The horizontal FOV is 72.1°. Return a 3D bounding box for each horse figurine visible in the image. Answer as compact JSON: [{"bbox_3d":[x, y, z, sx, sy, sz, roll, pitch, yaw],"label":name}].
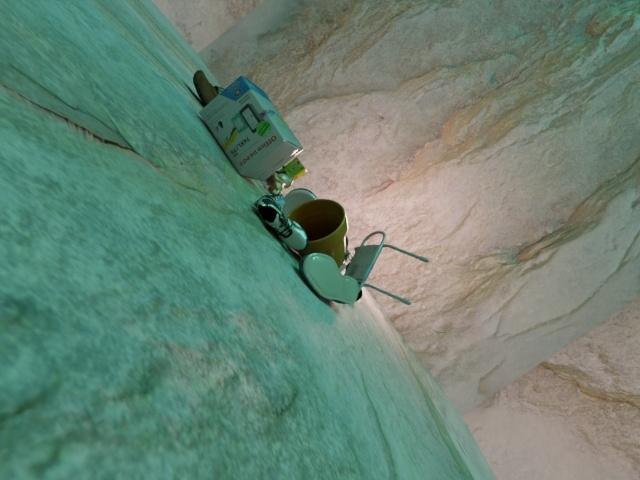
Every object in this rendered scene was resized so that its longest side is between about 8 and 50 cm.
[{"bbox_3d":[-0.185,-0.276,1.910,0.174,0.066,0.263,49,24,7],"label":"horse figurine"}]

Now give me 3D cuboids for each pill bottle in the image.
[{"bbox_3d":[-0.081,-0.135,1.781,0.153,0.153,0.264,53,3,-8],"label":"pill bottle"}]

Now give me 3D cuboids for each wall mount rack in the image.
[{"bbox_3d":[0.224,0.120,1.679,0.304,0.350,0.130,-5,-46,44],"label":"wall mount rack"}]

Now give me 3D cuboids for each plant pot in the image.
[{"bbox_3d":[0.000,0.000,1.437,0.205,0.205,0.187,-121,-171,-48],"label":"plant pot"}]

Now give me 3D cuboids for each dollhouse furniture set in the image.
[{"bbox_3d":[-0.209,-0.225,1.989,0.151,0.059,0.076,-94,161,-45],"label":"dollhouse furniture set"}]

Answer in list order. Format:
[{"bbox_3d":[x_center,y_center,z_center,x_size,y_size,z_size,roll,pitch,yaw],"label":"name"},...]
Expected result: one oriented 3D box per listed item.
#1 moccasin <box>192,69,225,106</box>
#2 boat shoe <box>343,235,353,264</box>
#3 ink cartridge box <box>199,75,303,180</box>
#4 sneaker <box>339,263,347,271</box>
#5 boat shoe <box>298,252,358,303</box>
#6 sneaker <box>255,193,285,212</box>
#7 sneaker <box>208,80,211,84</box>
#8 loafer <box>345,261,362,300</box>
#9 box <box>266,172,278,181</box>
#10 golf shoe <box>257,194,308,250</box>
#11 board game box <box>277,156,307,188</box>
[{"bbox_3d":[-0.385,-0.555,1.841,0.380,0.147,0.139,50,6,-40],"label":"moccasin"},{"bbox_3d":[0.075,0.054,1.856,0.306,0.105,0.113,85,-14,-61],"label":"boat shoe"},{"bbox_3d":[-0.233,-0.376,1.522,0.270,0.198,0.197,56,14,8],"label":"ink cartridge box"},{"bbox_3d":[0.065,0.093,2.195,0.094,0.080,0.212,43,-7,24],"label":"sneaker"},{"bbox_3d":[0.009,0.121,1.324,0.099,0.116,0.319,5,-18,32],"label":"boat shoe"},{"bbox_3d":[-0.147,-0.095,1.397,0.082,0.071,0.191,60,13,3],"label":"sneaker"},{"bbox_3d":[-0.527,-0.703,2.083,0.067,0.064,0.175,64,8,5],"label":"sneaker"},{"bbox_3d":[0.134,0.176,1.941,0.078,0.080,0.219,41,-34,44],"label":"loafer"},{"bbox_3d":[-0.291,-0.390,2.166,0.293,0.057,0.201,54,4,4],"label":"box"},{"bbox_3d":[-0.115,-0.039,1.259,0.198,0.077,0.094,47,16,-7],"label":"golf shoe"},{"bbox_3d":[-0.175,-0.372,2.452,0.092,0.181,0.043,56,4,21],"label":"board game box"}]
